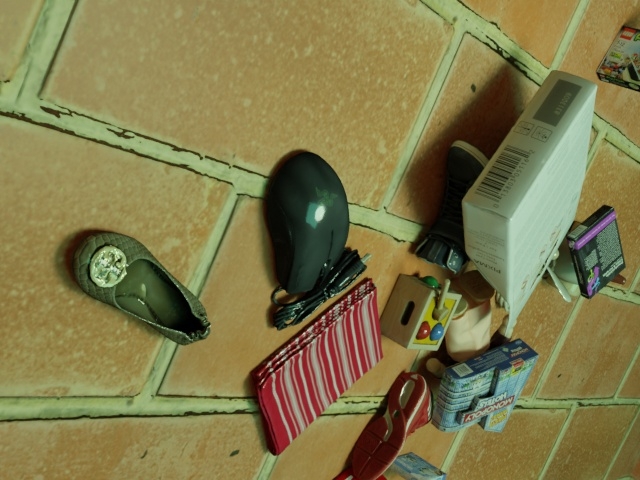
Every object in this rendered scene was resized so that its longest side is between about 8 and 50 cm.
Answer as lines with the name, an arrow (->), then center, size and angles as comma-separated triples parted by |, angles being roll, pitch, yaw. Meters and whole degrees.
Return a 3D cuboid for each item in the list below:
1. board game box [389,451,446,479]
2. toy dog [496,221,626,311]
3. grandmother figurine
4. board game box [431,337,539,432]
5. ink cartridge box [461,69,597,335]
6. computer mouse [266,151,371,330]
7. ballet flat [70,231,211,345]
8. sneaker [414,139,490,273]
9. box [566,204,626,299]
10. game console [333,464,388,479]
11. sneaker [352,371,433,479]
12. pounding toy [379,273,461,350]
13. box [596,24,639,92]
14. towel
board game box -> 0.192, 0.460, 1.770 | 0.090, 0.090, 0.020 | 1, 110, -52
toy dog -> 0.533, 0.050, 1.855 | 0.334, 0.161, 0.220 | -17, 125, -45
grandmother figurine -> 0.293, 0.204, 1.727 | 0.208, 0.104, 0.342 | -19, 136, -8
board game box -> 0.312, 0.305, 1.705 | 0.194, 0.060, 0.194 | -17, 130, -28
ink cartridge box -> 0.358, -0.053, 1.526 | 0.308, 0.091, 0.385 | -54, 154, -23
computer mouse -> 0.000, 0.000, 1.242 | 0.188, 0.072, 0.272 | -38, 138, -28
ballet flat -> -0.201, 0.066, 1.049 | 0.084, 0.058, 0.250 | -54, 144, -11
sneaker -> 0.223, -0.045, 1.474 | 0.163, 0.086, 0.226 | -48, 144, -22
box -> 0.555, 0.024, 1.775 | 0.116, 0.029, 0.162 | -36, 123, -19
game console -> 0.064, 0.499, 1.639 | 0.144, 0.124, 0.085 | -30, 157, -36
sneaker -> 0.153, 0.365, 1.665 | 0.221, 0.087, 0.128 | -56, 143, -6
pounding toy -> 0.183, 0.117, 1.520 | 0.130, 0.100, 0.141 | 12, 104, -54
box -> 0.655, -0.337, 1.708 | 0.114, 0.207, 0.036 | -60, 144, -4
towel -> 0.005, 0.206, 1.422 | 0.275, 0.031, 0.198 | -38, 139, -30
